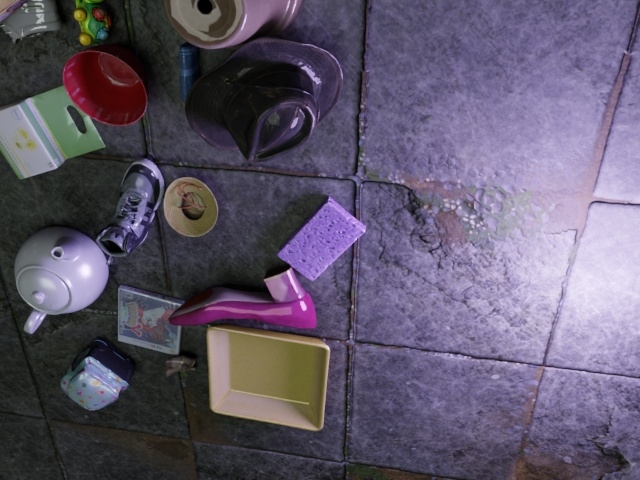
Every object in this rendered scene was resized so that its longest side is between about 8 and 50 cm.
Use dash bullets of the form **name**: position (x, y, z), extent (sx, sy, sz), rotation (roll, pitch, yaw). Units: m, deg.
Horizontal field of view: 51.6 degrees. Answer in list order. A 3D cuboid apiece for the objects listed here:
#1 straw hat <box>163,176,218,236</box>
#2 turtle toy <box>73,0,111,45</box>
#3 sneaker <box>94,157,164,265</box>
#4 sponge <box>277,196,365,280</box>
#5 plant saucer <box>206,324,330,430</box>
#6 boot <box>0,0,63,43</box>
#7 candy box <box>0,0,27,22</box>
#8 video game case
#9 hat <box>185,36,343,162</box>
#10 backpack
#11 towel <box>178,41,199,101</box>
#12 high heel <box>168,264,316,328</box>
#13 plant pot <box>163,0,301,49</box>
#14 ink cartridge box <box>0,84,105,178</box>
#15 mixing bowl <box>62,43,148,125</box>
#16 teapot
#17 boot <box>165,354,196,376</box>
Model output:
- **straw hat**: position (-0.301, -0.086, 1.586), extent (0.144, 0.061, 0.144), rotation (2, 106, 9)
- **turtle toy**: position (-0.467, -0.465, 1.360), extent (0.066, 0.095, 0.130), rotation (-7, 124, -9)
- **sneaker**: position (-0.456, -0.059, 1.580), extent (0.101, 0.153, 0.268), rotation (23, 124, -4)
- **sponge**: position (0.000, 0.000, 1.599), extent (0.117, 0.031, 0.210), rotation (37, 122, -13)
- **plant saucer**: position (-0.141, 0.365, 1.839), extent (0.333, 0.081, 0.332), rotation (8, 123, 6)
- **boot**: position (-0.671, -0.471, 1.386), extent (0.258, 0.095, 0.123), rotation (-5, 115, 14)
- **candy box**: position (-0.744, -0.468, 1.293), extent (0.316, 0.087, 0.183), rotation (-31, 112, 14)
- **video game case**: position (-0.476, 0.226, 1.851), extent (0.183, 0.023, 0.201), rotation (14, 124, 2)
- **hat**: position (-0.098, -0.241, 1.322), extent (0.331, 0.134, 0.331), rotation (-13, 153, -7)
- **backpack**: position (-0.662, 0.409, 1.940), extent (0.188, 0.144, 0.166), rotation (-34, 116, 32)
- **towel**: position (-0.275, -0.358, 1.397), extent (0.029, 0.067, 0.119), rotation (11, 124, 7)
- **high heel**: position (-0.204, 0.202, 1.709), extent (0.377, 0.127, 0.181), rotation (-18, 107, 18)
- **plant pot**: position (-0.175, -0.457, 1.215), extent (0.263, 0.229, 0.263), rotation (5, 124, 7)
- **ink cartridge box**: position (-0.650, -0.252, 1.554), extent (0.235, 0.056, 0.171), rotation (-12, 119, 21)
- **mixing bowl**: position (-0.442, -0.347, 1.410), extent (0.181, 0.098, 0.181), rotation (6, 137, 5)
- **teapot**: position (-0.692, 0.103, 1.716), extent (0.253, 0.187, 0.256), rotation (-8, 122, 17)
- **boot**: position (-0.405, 0.367, 1.919), extent (0.087, 0.042, 0.118), rotation (5, 149, -11)
